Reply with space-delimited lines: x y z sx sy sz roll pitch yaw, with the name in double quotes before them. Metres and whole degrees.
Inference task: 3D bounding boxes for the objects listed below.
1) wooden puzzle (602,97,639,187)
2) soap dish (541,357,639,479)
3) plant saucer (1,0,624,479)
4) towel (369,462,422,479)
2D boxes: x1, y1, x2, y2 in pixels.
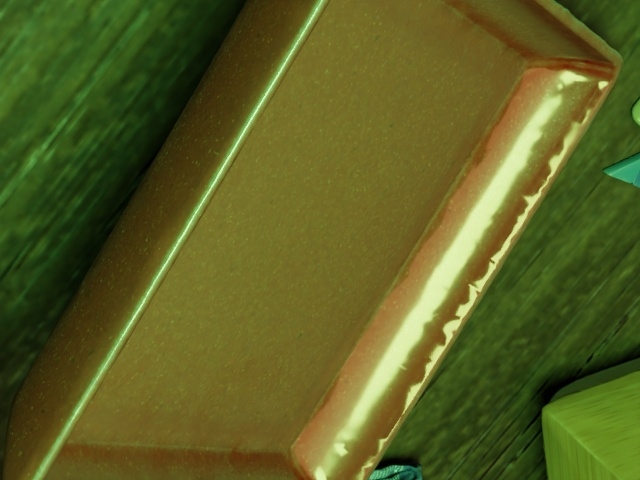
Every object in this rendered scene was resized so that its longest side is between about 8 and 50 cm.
"wooden puzzle" 0.192 -0.065 0.787 0.078 0.014 0.116 28 102 -30
"soap dish" 0.241 0.184 0.866 0.229 0.118 0.291 -16 118 -13
"plant saucer" 0.000 0.000 0.657 0.259 0.047 0.258 -58 153 8
"towel" -0.079 0.218 0.808 0.285 0.034 0.209 -9 118 -17
